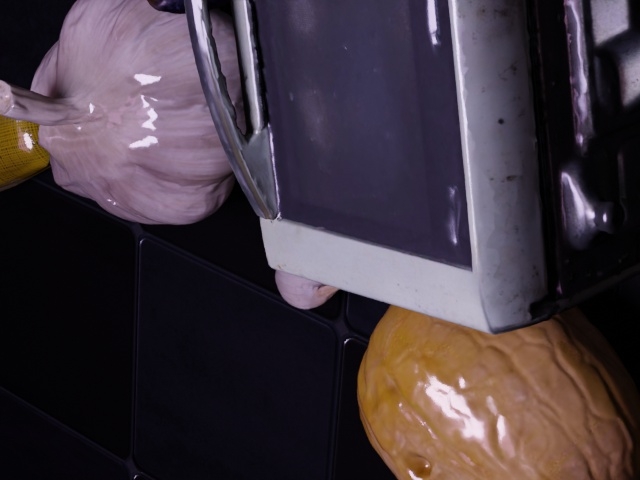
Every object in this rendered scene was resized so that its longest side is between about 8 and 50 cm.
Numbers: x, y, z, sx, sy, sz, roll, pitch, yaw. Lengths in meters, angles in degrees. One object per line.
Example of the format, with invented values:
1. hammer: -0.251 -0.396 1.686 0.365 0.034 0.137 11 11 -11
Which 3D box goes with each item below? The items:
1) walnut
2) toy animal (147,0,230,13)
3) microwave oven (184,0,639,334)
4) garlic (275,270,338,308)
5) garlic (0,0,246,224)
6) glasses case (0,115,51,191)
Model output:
1. walnut: 0.128 0.122 1.288 0.225 0.193 0.193 52 134 14
2. toy animal: -0.094 -0.320 1.370 0.185 0.122 0.298 35 110 21
3. microwave oven: 0.119 -0.184 1.064 0.247 0.333 0.394 12 114 46
4. garlic: 0.000 0.001 1.444 0.094 0.074 0.113 22 105 49
5. garlic: -0.174 -0.106 1.476 0.218 0.212 0.218 13 109 44
6. glasses case: -0.323 -0.082 1.740 0.234 0.064 0.079 -12 89 47
